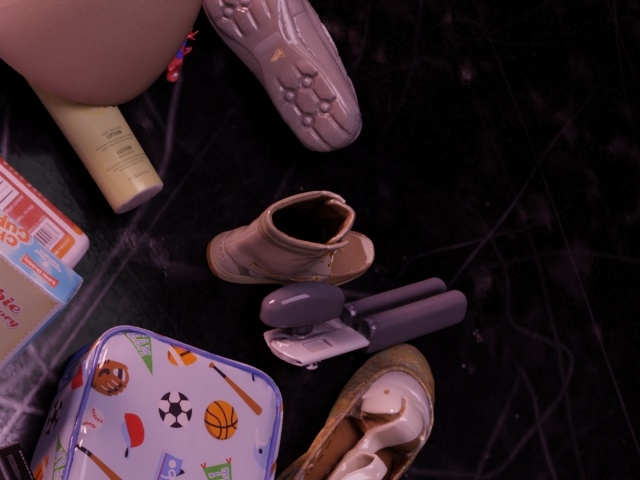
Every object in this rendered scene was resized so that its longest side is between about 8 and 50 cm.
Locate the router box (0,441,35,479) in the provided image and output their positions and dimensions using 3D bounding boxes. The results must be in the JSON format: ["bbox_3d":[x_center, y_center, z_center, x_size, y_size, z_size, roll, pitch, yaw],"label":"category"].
[{"bbox_3d":[-0.302,0.355,0.892,0.243,0.081,0.309,-24,86,-5],"label":"router box"}]

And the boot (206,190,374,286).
[{"bbox_3d":[0.000,0.000,1.238,0.213,0.165,0.077,1,72,-31],"label":"boot"}]

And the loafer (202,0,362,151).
[{"bbox_3d":[-0.053,-0.251,1.350,0.319,0.112,0.111,61,17,0],"label":"loafer"}]

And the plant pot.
[{"bbox_3d":[-0.221,-0.309,1.149,0.284,0.191,0.284,31,43,-35],"label":"plant pot"}]

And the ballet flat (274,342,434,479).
[{"bbox_3d":[0.050,0.234,1.214,0.123,0.123,0.348,50,53,-7],"label":"ballet flat"}]

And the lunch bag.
[{"bbox_3d":[-0.158,0.251,1.075,0.243,0.115,0.303,24,60,-25],"label":"lunch bag"}]

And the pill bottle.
[{"bbox_3d":[-0.338,-0.028,1.059,0.216,0.121,0.121,44,55,-11],"label":"pill bottle"}]

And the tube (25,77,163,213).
[{"bbox_3d":[-0.258,-0.144,1.197,0.240,0.062,0.070,58,13,5],"label":"tube"}]

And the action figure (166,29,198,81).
[{"bbox_3d":[-0.163,-0.234,1.303,0.030,0.038,0.115,18,61,-7],"label":"action figure"}]

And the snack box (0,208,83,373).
[{"bbox_3d":[-0.394,-0.001,0.974,0.322,0.187,0.060,43,21,-13],"label":"snack box"}]

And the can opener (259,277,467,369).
[{"bbox_3d":[0.057,0.086,1.287,0.280,0.074,0.093,-9,121,-37],"label":"can opener"}]
